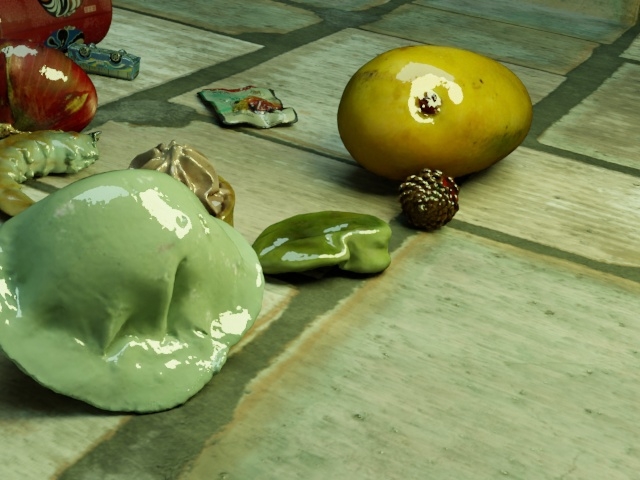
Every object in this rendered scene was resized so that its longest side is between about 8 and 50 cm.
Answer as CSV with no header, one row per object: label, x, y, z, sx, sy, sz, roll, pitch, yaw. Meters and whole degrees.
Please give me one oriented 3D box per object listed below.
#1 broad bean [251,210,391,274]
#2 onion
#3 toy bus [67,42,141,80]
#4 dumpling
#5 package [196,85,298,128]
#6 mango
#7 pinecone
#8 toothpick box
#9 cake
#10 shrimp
broad bean,0.000,0.003,1.436,0.207,0.072,0.153,-1,21,-13
onion,-0.505,-0.241,1.681,0.248,0.161,0.248,8,-5,1
toy bus,-0.462,-0.383,2.121,0.153,0.061,0.051,11,25,6
dumpling,-0.227,0.048,1.176,0.320,0.270,0.212,-29,13,-14
package,-0.149,-0.277,2.007,0.166,0.040,0.232,-4,27,-18
mango,0.212,-0.219,1.753,0.300,0.232,0.446,-5,2,30
pinecone,0.174,-0.065,1.597,0.102,0.102,0.109,10,-4,7
toothpick box,-0.632,-0.484,2.130,0.204,0.204,0.333,20,29,26
cake,-0.211,-0.061,1.403,0.185,0.178,0.207,7,23,3
shrimp,-0.456,-0.106,1.555,0.185,0.068,0.287,6,27,-4
